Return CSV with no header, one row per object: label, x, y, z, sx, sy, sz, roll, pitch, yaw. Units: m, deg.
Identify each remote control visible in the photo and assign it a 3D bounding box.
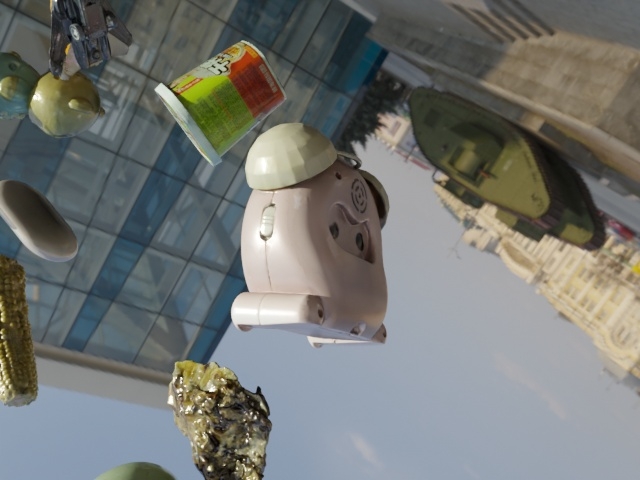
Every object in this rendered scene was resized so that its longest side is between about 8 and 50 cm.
remote control,-0.902,-0.064,1.972,0.332,0.103,0.221,50,-169,6

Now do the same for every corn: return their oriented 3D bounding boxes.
corn,-0.536,0.145,1.061,0.086,0.086,0.288,15,-137,-50

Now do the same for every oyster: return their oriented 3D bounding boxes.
oyster,-0.171,0.296,0.975,0.222,0.214,0.083,5,-172,39

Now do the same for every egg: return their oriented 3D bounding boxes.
egg,-0.281,0.406,0.911,0.149,0.149,0.192,36,-169,18

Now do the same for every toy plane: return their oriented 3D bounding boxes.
toy plane,-0.472,-0.488,1.221,0.103,0.316,0.204,34,-129,21

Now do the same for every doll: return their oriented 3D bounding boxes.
doll,-0.632,-0.325,1.412,0.260,0.162,0.177,15,-176,-8

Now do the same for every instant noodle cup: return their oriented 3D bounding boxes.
instant noodle cup,-0.289,-0.429,1.875,0.294,0.307,0.294,50,173,8

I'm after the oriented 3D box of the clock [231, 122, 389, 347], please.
clock,0.000,0.000,1.030,0.183,0.326,0.342,-6,162,23
